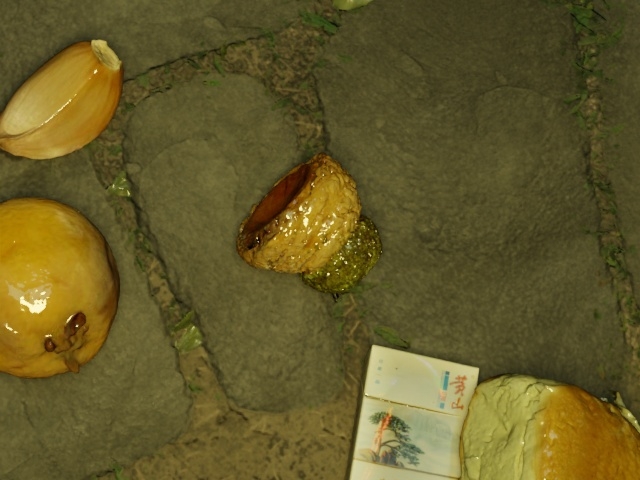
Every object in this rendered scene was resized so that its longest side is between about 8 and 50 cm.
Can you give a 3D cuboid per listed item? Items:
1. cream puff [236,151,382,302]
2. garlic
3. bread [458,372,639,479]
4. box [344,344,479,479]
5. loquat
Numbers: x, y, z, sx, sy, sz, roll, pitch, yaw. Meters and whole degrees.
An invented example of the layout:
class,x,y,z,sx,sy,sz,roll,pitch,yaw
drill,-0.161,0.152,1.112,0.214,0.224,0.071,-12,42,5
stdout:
class,x,y,z,sx,sy,sz,roll,pitch,yaw
cream puff,0.000,0.000,1.563,0.169,0.183,0.183,43,71,-17
garlic,-0.354,-0.175,1.589,0.206,0.128,0.115,-45,126,-14
bread,0.303,0.304,1.445,0.250,0.225,0.279,21,65,-23
box,0.116,0.266,1.526,0.149,0.067,0.233,12,72,-6
loquat,-0.364,0.058,1.470,0.238,0.193,0.238,5,49,-6
